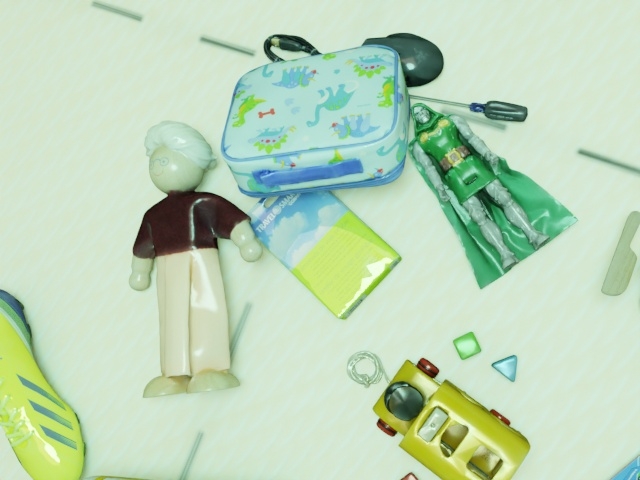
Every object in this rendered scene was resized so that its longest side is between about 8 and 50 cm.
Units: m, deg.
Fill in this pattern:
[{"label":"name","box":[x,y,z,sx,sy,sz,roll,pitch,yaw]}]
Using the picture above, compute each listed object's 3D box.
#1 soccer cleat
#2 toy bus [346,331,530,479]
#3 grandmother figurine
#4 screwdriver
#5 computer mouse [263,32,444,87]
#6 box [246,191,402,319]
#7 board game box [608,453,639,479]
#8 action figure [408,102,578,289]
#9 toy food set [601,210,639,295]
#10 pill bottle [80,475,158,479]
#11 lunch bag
[{"label":"soccer cleat","box":[-0.396,0.190,0.892,0.093,0.121,0.289,-31,77,6]},{"label":"toy bus","box":[0.133,0.205,0.786,0.202,0.104,0.191,-12,79,10]},{"label":"grandmother figurine","box":[-0.166,0.015,0.876,0.207,0.104,0.343,-10,81,17]},{"label":"screwdriver","box":[0.174,-0.170,0.881,0.169,0.025,0.024,13,85,22]},{"label":"computer mouse","box":[0.038,-0.241,0.904,0.242,0.041,0.071,8,84,14]},{"label":"box","box":[0.000,0.000,0.876,0.178,0.042,0.109,44,91,15]},{"label":"board game box","box":[0.320,0.334,0.729,0.281,0.027,0.145,-41,41,4]},{"label":"action figure","box":[0.178,-0.075,0.843,0.137,0.063,0.232,-37,73,8]},{"label":"toy food set","box":[0.420,0.054,0.774,0.217,0.071,0.128,17,62,12]},{"label":"pill bottle","box":[-0.198,0.368,0.791,0.333,0.188,0.188,0,82,12]},{"label":"lunch bag","box":[-0.005,-0.137,0.839,0.218,0.090,0.176,-7,52,15]}]
